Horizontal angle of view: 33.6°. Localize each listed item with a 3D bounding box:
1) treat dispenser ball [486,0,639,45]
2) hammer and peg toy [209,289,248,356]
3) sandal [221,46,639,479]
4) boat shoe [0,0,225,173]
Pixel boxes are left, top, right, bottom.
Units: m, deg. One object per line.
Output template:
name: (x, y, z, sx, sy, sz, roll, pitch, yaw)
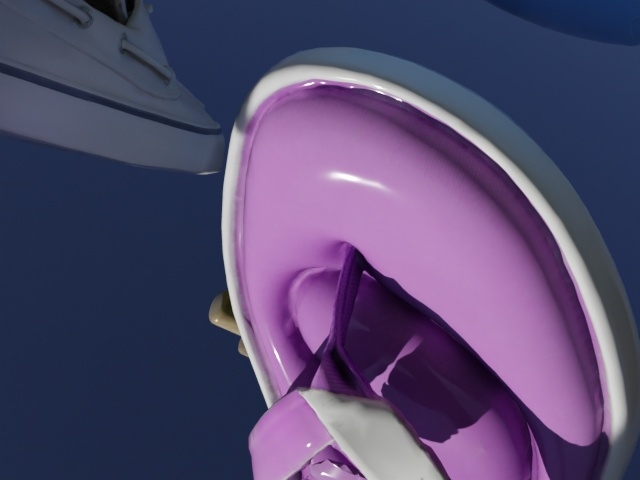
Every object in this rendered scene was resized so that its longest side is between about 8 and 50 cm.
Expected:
treat dispenser ball: (0.133, -0.215, 0.380, 0.288, 0.288, 0.288, 14, -144, -10)
hammer and peg toy: (0.000, 0.000, 1.039, 0.127, 0.265, 0.361, 27, 173, -22)
sandal: (0.033, 0.118, 0.442, 0.169, 0.416, 0.102, 14, -136, 22)
boat shoe: (-0.107, -0.082, 0.490, 0.095, 0.084, 0.258, 12, -178, 14)
